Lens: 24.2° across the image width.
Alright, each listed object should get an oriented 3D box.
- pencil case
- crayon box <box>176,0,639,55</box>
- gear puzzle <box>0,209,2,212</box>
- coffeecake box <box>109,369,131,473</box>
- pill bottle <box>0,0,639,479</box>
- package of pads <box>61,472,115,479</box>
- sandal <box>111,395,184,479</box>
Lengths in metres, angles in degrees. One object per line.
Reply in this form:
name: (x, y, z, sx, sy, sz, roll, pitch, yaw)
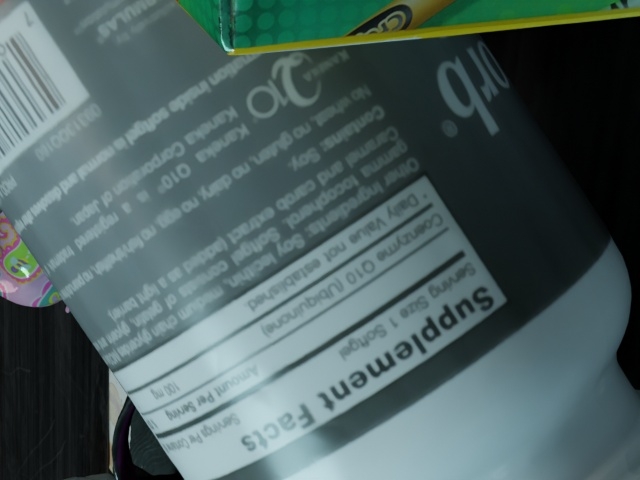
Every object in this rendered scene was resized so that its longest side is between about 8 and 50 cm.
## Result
pencil case: (-0.282, -0.065, 1.509, 0.124, 0.124, 0.284, -126, 36, -48)
crayon box: (0.069, -0.136, 0.482, 0.165, 0.278, 0.081, -132, 39, -52)
gear puzzle: (-0.316, -0.105, 1.375, 0.044, 0.339, 0.175, -6, -89, -71)
coffeecake box: (-0.126, 0.136, 1.257, 0.142, 0.068, 0.185, 36, 128, 57)
pill bottle: (0.000, 0.000, 0.637, 0.363, 0.210, 0.210, 56, 155, -3)
package of pads: (-0.217, 0.410, 1.495, 0.229, 0.101, 0.296, 43, 133, 55)
sandal: (-0.064, 0.117, 1.000, 0.446, 0.107, 0.167, -42, 65, 54)
